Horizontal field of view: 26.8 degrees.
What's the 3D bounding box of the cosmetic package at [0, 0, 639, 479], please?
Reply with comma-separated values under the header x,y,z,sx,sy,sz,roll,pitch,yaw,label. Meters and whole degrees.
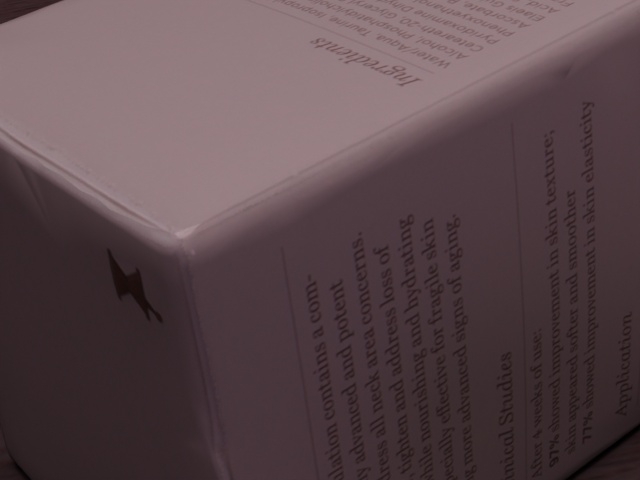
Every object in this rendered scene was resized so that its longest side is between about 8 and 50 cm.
x,y,z,sx,sy,sz,roll,pitch,yaw,label
0.000,0.000,0.894,0.393,0.329,0.327,-28,38,-30,cosmetic package
